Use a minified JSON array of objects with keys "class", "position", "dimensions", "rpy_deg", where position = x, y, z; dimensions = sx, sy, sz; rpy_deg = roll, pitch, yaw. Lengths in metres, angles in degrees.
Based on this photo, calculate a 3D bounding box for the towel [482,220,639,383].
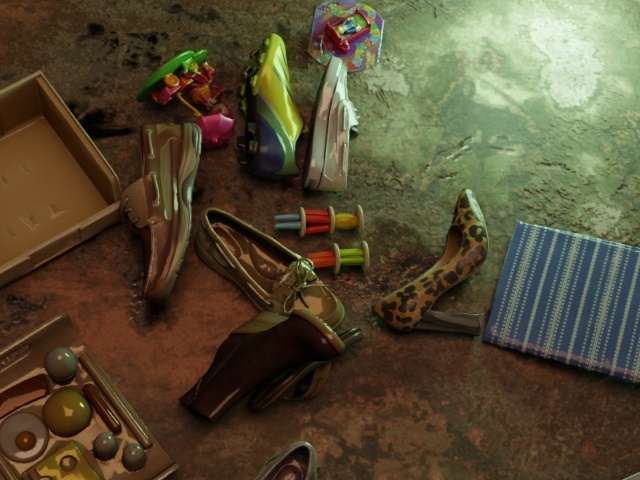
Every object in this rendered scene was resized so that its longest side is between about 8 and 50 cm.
[{"class":"towel","position":[0.463,0.108,1.858],"dimensions":[0.336,0.040,0.243],"rpy_deg":[15,63,12]}]

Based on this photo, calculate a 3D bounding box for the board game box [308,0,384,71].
[{"class":"board game box","position":[0.051,-0.393,2.077],"dimensions":[0.133,0.033,0.168],"rpy_deg":[10,63,-2]}]

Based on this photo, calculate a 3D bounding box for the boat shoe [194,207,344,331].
[{"class":"boat shoe","position":[-0.085,0.052,1.802],"dimensions":[0.285,0.089,0.104],"rpy_deg":[32,63,8]}]

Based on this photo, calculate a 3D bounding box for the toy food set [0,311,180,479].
[{"class":"toy food set","position":[-0.384,0.279,1.645],"dimensions":[0.220,0.092,0.306],"rpy_deg":[-33,72,-22]}]

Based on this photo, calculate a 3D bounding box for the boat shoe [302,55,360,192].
[{"class":"boat shoe","position":[0.027,-0.200,1.953],"dimensions":[0.084,0.095,0.258],"rpy_deg":[12,71,-9]}]

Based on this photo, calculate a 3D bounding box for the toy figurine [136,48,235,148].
[{"class":"toy figurine","position":[-0.207,-0.236,1.939],"dimensions":[0.159,0.130,0.173],"rpy_deg":[49,42,2]}]

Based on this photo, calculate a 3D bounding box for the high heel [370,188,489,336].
[{"class":"high heel","position":[0.179,0.026,1.845],"dimensions":[0.186,0.093,0.261],"rpy_deg":[7,71,-11]}]

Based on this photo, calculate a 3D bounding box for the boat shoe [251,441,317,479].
[{"class":"boat shoe","position":[-0.103,0.431,1.600],"dimensions":[0.118,0.103,0.320],"rpy_deg":[33,64,9]}]

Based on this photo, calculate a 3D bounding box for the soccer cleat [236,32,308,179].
[{"class":"soccer cleat","position":[-0.078,-0.233,1.959],"dimensions":[0.121,0.093,0.289],"rpy_deg":[14,59,-22]}]

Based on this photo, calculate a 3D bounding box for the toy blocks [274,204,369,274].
[{"class":"toy blocks","position":[0.000,0.000,1.860],"dimensions":[0.148,0.054,0.123],"rpy_deg":[-3,63,-9]}]

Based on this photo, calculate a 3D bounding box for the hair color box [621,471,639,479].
[{"class":"hair color box","position":[0.398,0.483,1.638],"dimensions":[0.374,0.113,0.185],"rpy_deg":[-19,67,-17]}]

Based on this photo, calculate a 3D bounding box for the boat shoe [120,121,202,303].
[{"class":"boat shoe","position":[-0.268,-0.050,1.804],"dimensions":[0.116,0.123,0.324],"rpy_deg":[10,60,-12]}]

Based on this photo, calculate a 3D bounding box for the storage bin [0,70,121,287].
[{"class":"storage bin","position":[-0.497,-0.093,1.801],"dimensions":[0.262,0.123,0.260],"rpy_deg":[-32,71,-21]}]

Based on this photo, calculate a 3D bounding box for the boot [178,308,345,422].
[{"class":"boot","position":[-0.089,0.199,1.664],"dimensions":[0.207,0.248,0.090],"rpy_deg":[-48,115,-22]}]

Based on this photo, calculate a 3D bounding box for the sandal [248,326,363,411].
[{"class":"sandal","position":[-0.014,0.211,1.748],"dimensions":[0.219,0.090,0.060],"rpy_deg":[-32,93,-28]}]
